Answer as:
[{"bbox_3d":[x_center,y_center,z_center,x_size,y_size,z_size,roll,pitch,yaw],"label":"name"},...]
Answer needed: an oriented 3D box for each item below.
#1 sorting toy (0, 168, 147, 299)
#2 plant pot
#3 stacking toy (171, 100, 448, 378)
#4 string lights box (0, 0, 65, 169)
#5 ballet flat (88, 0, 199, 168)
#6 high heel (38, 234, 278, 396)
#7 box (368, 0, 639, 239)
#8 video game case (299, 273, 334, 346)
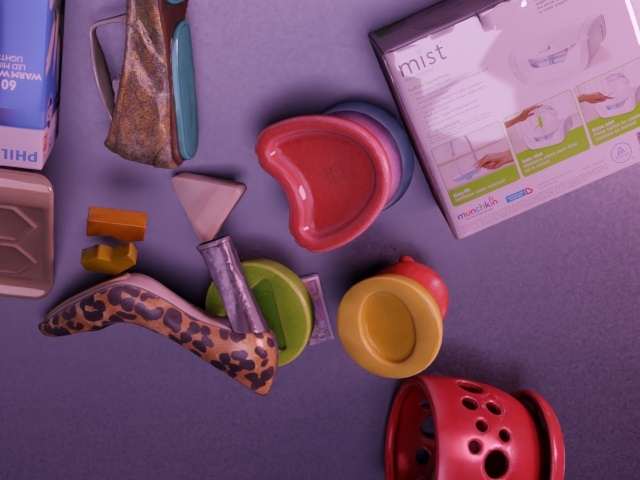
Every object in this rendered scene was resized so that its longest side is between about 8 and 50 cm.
[{"bbox_3d":[-0.347,-0.011,1.243,0.307,0.041,0.229,7,147,-9],"label":"sorting toy"},{"bbox_3d":[0.184,0.261,1.378,0.174,0.191,0.191,6,110,-17],"label":"plant pot"},{"bbox_3d":[0.000,0.000,1.319,0.279,0.130,0.309,-9,105,25],"label":"stacking toy"},{"bbox_3d":[-0.306,-0.217,1.169,0.077,0.133,0.259,5,110,-7],"label":"string lights box"},{"bbox_3d":[-0.183,-0.244,1.190,0.123,0.123,0.348,1,110,-7],"label":"ballet flat"},{"bbox_3d":[-0.183,0.121,1.299,0.261,0.093,0.186,-20,95,14],"label":"high heel"},{"bbox_3d":[0.217,-0.165,1.251,0.262,0.127,0.231,-24,110,3],"label":"box"},{"bbox_3d":[-0.052,0.095,1.379,0.122,0.011,0.087,-15,111,-1],"label":"video game case"}]
